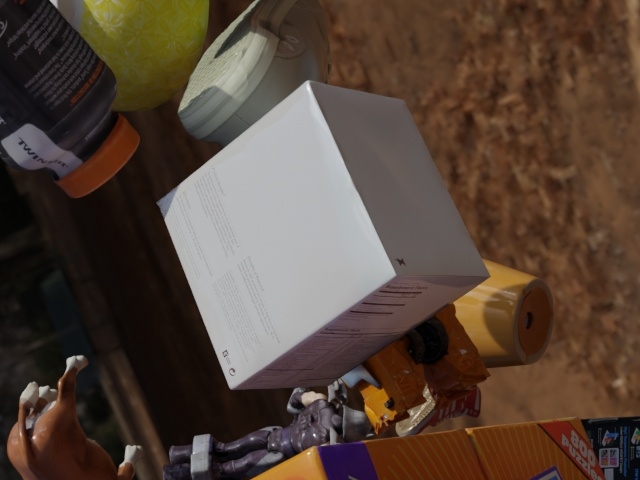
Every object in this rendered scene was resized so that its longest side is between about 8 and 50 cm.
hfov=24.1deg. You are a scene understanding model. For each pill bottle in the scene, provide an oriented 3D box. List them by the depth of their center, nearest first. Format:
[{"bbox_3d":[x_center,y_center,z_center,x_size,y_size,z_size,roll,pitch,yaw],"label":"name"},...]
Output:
[{"bbox_3d":[-0.271,-0.152,1.340,0.246,0.130,0.130,49,180,-21],"label":"pill bottle"}]

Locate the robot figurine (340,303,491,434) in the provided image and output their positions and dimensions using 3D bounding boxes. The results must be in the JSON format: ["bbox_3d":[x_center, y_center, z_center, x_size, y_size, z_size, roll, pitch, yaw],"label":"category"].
[{"bbox_3d":[0.038,0.047,1.527,0.085,0.211,0.291,-48,67,36],"label":"robot figurine"}]

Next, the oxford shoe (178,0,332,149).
[{"bbox_3d":[-0.051,-0.180,1.603,0.130,0.169,0.449,40,-161,-13],"label":"oxford shoe"}]

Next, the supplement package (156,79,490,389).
[{"bbox_3d":[0.000,0.000,1.322,0.149,0.203,0.194,3,-123,-52],"label":"supplement package"}]

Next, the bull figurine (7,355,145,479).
[{"bbox_3d":[-0.285,0.291,1.808,0.188,0.101,0.310,-88,-15,-47],"label":"bull figurine"}]

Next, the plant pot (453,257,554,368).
[{"bbox_3d":[0.237,0.110,2.235,0.188,0.205,0.205,5,130,35],"label":"plant pot"}]

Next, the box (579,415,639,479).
[{"bbox_3d":[0.331,0.287,1.511,0.051,0.175,0.220,26,-118,-51],"label":"box"}]

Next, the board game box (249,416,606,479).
[{"bbox_3d":[0.026,0.358,1.020,0.356,0.356,0.356,4,-120,-55],"label":"board game box"}]

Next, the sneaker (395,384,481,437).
[{"bbox_3d":[0.135,0.188,1.652,0.042,0.118,0.067,11,141,50],"label":"sneaker"}]

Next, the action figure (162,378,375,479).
[{"bbox_3d":[-0.056,0.266,1.916,0.185,0.285,0.099,-87,-23,-57],"label":"action figure"}]

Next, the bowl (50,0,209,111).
[{"bbox_3d":[-0.286,-0.287,1.764,0.289,0.156,0.290,11,107,39],"label":"bowl"}]
